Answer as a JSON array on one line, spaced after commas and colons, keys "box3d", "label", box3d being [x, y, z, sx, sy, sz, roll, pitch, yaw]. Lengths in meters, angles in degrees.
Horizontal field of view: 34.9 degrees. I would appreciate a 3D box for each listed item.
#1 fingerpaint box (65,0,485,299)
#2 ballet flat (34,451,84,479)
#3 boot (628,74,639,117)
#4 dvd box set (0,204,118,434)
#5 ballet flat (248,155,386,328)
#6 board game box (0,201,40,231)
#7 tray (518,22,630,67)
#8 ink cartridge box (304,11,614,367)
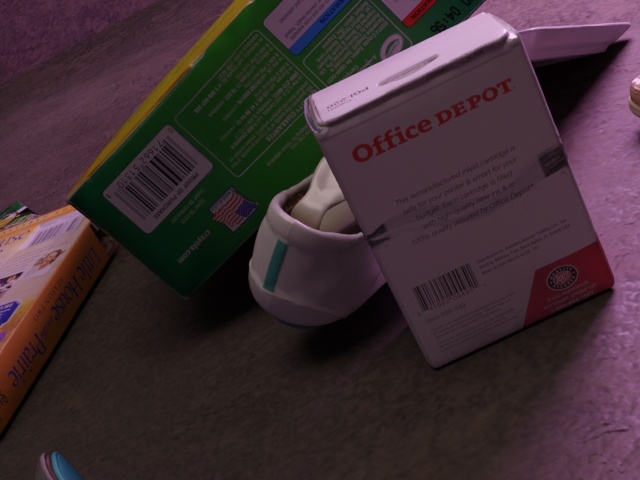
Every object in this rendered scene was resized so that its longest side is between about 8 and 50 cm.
[{"box3d": [-0.030, -0.195, 1.078, 0.445, 0.163, 0.371, -45, 14, 12], "label": "fingerpaint box"}, {"box3d": [-0.185, 0.218, 0.746, 0.068, 0.072, 0.213, -43, 28, -17], "label": "ballet flat"}, {"box3d": [0.342, -0.177, 0.857, 0.077, 0.165, 0.213, -40, 29, -27], "label": "boot"}, {"box3d": [-0.427, 0.109, 1.211, 0.307, 0.062, 0.420, -18, 26, 20], "label": "dvd box set"}, {"box3d": [0.088, -0.074, 0.921, 0.139, 0.139, 0.400, 2, 34, 47], "label": "ballet flat"}, {"box3d": [-0.539, 0.032, 1.515, 0.259, 0.030, 0.136, -37, 24, -19], "label": "board game box"}, {"box3d": [0.221, -0.201, 1.086, 0.145, 0.030, 0.270, -8, 6, 37], "label": "tray"}, {"box3d": [0.104, -0.038, 0.768, 0.158, 0.218, 0.092, -25, 25, 4], "label": "ink cartridge box"}]
